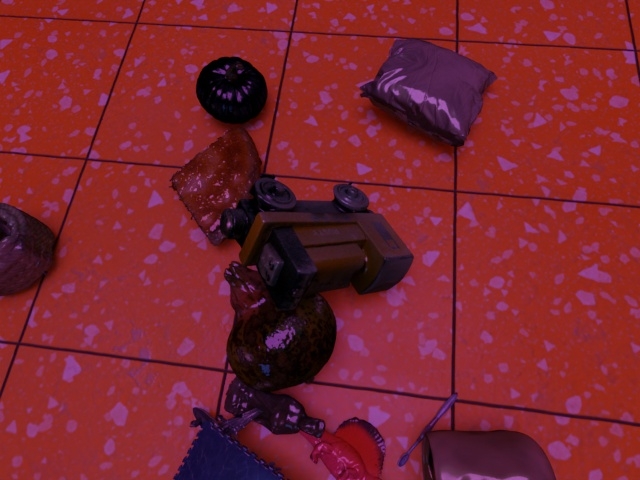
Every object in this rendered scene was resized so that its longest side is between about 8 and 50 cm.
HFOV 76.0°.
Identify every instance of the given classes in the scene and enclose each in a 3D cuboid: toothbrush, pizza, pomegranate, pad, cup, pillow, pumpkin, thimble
[{"bbox_3d":[0.225,0.390,0.849,0.013,0.019,0.193,41,75,17],"label":"toothbrush"},{"bbox_3d":[-0.264,-0.145,1.038,0.226,0.086,0.336,3,68,9],"label":"pizza"},{"bbox_3d":[-0.104,0.174,0.840,0.276,0.204,0.222,36,43,13],"label":"pomegranate"},{"bbox_3d":[-0.173,0.521,0.774,0.268,0.012,0.270,28,94,13],"label":"pad"},{"bbox_3d":[0.299,0.477,0.729,0.202,0.173,0.255,-1,69,4],"label":"cup"},{"bbox_3d":[0.288,-0.410,1.083,0.309,0.138,0.283,30,65,11],"label":"pillow"},{"bbox_3d":[-0.240,-0.404,1.106,0.194,0.150,0.194,-11,53,15],"label":"pumpkin"},{"bbox_3d":[-0.760,0.020,0.967,0.218,0.150,0.219,-1,69,3],"label":"thimble"}]

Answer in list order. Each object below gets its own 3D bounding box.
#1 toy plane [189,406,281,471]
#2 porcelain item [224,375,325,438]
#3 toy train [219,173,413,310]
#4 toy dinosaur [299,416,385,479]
[{"bbox_3d":[-0.182,0.406,0.819,0.226,0.058,0.226,27,103,17],"label":"toy plane"},{"bbox_3d":[-0.090,0.346,0.821,0.215,0.069,0.081,13,74,26],"label":"porcelain item"},{"bbox_3d":[0.000,0.000,0.850,0.397,0.160,0.253,-3,48,-39],"label":"toy train"},{"bbox_3d":[0.038,0.404,0.837,0.286,0.070,0.139,38,64,25],"label":"toy dinosaur"}]
